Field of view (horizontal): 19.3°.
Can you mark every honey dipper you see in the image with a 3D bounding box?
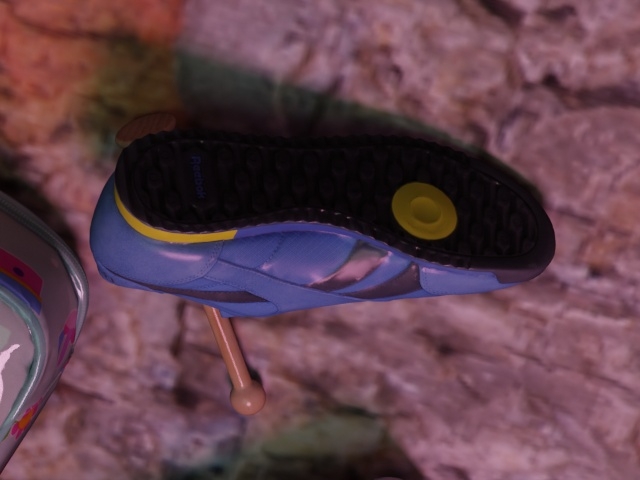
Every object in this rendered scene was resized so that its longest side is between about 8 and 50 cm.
[{"bbox_3d":[-0.058,0.015,0.898,0.030,0.030,0.160,-12,117,13],"label":"honey dipper"}]

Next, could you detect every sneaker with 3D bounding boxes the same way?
[{"bbox_3d":[0.000,0.000,0.856,0.209,0.069,0.082,4,144,-14],"label":"sneaker"}]

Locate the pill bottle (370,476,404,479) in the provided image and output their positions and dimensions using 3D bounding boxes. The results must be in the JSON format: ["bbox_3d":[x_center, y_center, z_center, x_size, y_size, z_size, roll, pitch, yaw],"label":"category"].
[{"bbox_3d":[-0.034,0.205,0.933,0.215,0.117,0.117,-24,110,18],"label":"pill bottle"}]

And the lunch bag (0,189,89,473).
[{"bbox_3d":[-0.254,0.062,0.900,0.224,0.108,0.279,32,114,-2],"label":"lunch bag"}]
